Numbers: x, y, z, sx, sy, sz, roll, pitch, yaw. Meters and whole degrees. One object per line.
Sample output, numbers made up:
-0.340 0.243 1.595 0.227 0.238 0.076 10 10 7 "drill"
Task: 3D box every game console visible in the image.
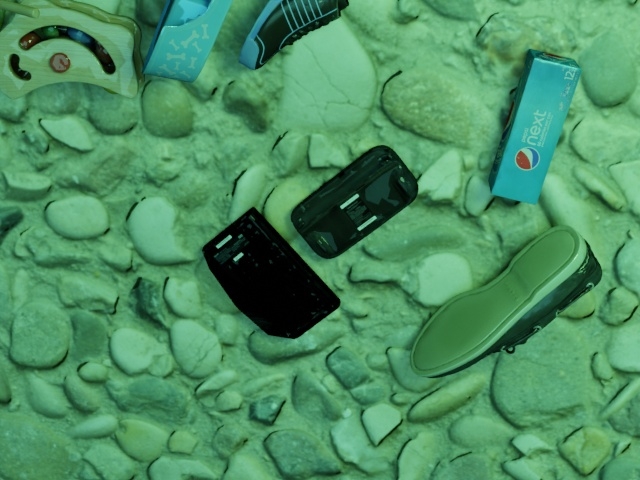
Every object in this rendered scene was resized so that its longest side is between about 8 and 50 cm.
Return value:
0.000 0.000 1.480 0.361 0.044 0.213 -37 107 18 "game console"

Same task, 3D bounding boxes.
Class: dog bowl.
-0.157 -0.350 1.287 0.074 0.166 0.297 21 113 -16 "dog bowl"

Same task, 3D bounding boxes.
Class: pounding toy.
-0.387 -0.261 1.332 0.269 0.155 0.154 17 111 -9 "pounding toy"

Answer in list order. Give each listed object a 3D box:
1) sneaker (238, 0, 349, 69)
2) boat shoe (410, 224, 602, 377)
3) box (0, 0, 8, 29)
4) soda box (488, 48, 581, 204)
-0.022 -0.322 1.324 0.090 0.081 0.232 37 110 -3 "sneaker"
0.292 0.117 1.465 0.113 0.127 0.340 33 111 -34 "boat shoe"
-0.501 -0.385 1.359 0.109 0.042 0.178 22 113 -6 "box"
0.308 -0.165 1.369 0.071 0.067 0.210 14 113 0 "soda box"
